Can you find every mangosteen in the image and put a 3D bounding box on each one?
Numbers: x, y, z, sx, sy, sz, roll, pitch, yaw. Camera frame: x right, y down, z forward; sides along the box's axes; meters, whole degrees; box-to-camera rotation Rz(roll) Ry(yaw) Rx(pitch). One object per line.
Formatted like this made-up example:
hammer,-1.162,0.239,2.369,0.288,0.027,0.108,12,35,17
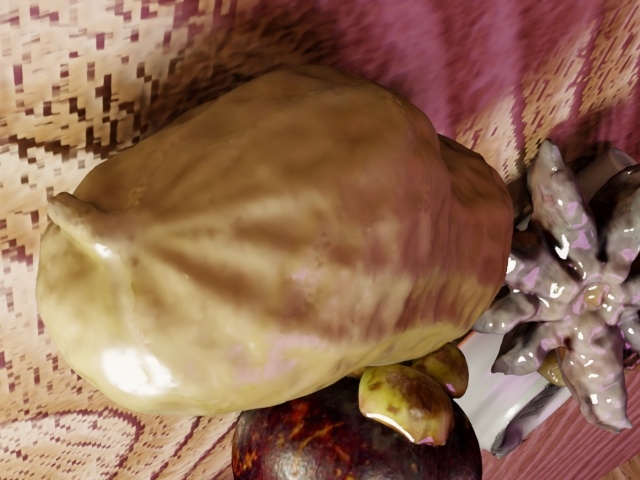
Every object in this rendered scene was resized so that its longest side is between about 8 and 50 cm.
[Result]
mangosteen,0.032,0.137,0.896,0.192,0.192,0.217,0,101,-56

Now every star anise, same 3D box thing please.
star anise,0.197,0.032,0.885,0.229,0.093,0.236,-7,110,-6

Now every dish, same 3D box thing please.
dish,0.207,0.146,1.230,0.260,0.085,0.260,-33,156,-17

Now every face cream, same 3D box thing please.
face cream,0.185,-0.001,0.966,0.182,0.051,0.072,-46,160,28

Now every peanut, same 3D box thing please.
peanut,0.005,-0.004,0.567,0.159,0.143,0.291,-36,163,31

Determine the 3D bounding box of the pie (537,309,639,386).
pie,0.245,0.049,1.021,0.195,0.046,0.195,-37,-158,18
